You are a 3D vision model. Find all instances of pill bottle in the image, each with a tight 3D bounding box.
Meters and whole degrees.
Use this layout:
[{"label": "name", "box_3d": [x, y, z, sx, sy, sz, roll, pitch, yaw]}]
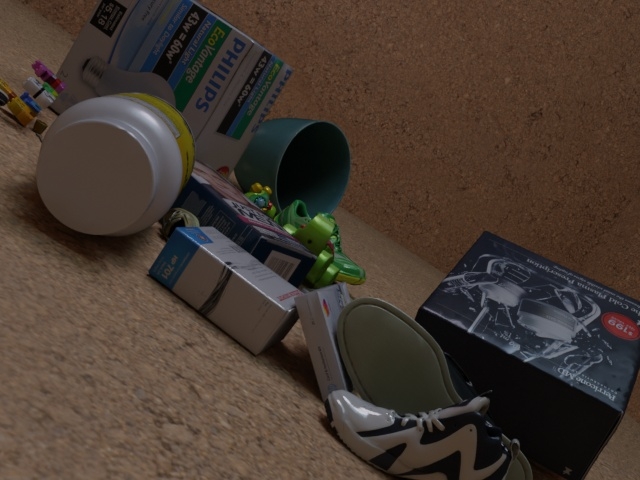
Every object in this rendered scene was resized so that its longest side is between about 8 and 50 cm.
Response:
[{"label": "pill bottle", "box_3d": [-0.283, -0.111, 1.058, 0.188, 0.188, 0.334, 33, 9, -11]}]

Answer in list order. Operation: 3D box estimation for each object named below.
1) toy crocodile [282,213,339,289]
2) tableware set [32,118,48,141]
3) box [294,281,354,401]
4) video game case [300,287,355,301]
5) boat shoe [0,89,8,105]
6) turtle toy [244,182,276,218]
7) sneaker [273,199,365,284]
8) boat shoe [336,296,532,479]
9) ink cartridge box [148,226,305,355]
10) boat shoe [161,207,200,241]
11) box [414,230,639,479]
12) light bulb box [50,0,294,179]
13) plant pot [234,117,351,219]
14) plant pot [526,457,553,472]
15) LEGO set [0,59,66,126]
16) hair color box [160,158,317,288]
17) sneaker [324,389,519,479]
[{"label": "toy crocodile", "box_3d": [-0.017, 0.025, 1.493, 0.115, 0.105, 0.340, 36, -7, 12]}, {"label": "tableware set", "box_3d": [-0.448, -0.176, 1.359, 0.154, 0.024, 0.104, 26, 11, -42]}, {"label": "box", "box_3d": [0.021, 0.138, 1.066, 0.186, 0.038, 0.145, -6, 79, -78]}, {"label": "video game case", "box_3d": [0.079, 0.166, 1.456, 0.206, 0.026, 0.227, 38, 10, 23]}, {"label": "boat shoe", "box_3d": [-0.569, -0.244, 1.224, 0.046, 0.038, 0.125, -8, -18, 24]}, {"label": "turtle toy", "box_3d": [-0.152, -0.082, 1.798, 0.066, 0.095, 0.130, 60, 17, 18]}, {"label": "sneaker", "box_3d": [0.000, 0.000, 1.756, 0.295, 0.123, 0.109, 40, 10, 32]}, {"label": "boat shoe", "box_3d": [0.147, 0.216, 1.026, 0.340, 0.127, 0.113, 43, -3, 1]}, {"label": "ink cartridge box", "box_3d": [-0.122, 0.064, 1.046, 0.191, 0.082, 0.140, 37, 9, 10]}, {"label": "boat shoe", "box_3d": [-0.224, -0.012, 1.192, 0.048, 0.056, 0.153, 33, 14, -40]}, {"label": "box", "box_3d": [0.360, 0.183, 1.292, 0.343, 0.178, 0.312, 27, 38, 19]}, {"label": "light bulb box", "box_3d": [-0.317, -0.328, 1.581, 0.361, 0.357, 0.225, 35, 10, 16]}, {"label": "plant pot", "box_3d": [-0.098, -0.206, 2.064, 0.235, 0.292, 0.293, 21, -2, 39]}, {"label": "plant pot", "box_3d": [0.449, 0.338, 1.409, 0.201, 0.201, 0.180, 36, 24, 11]}, {"label": "LEGO set", "box_3d": [-0.531, -0.270, 1.337, 0.093, 0.087, 0.227, 47, 3, -22]}, {"label": "hair color box", "box_3d": [-0.184, -0.039, 1.326, 0.347, 0.105, 0.174, 39, 9, 33]}, {"label": "sneaker", "box_3d": [0.132, 0.219, 0.901, 0.235, 0.153, 0.094, 37, 8, 17]}]
